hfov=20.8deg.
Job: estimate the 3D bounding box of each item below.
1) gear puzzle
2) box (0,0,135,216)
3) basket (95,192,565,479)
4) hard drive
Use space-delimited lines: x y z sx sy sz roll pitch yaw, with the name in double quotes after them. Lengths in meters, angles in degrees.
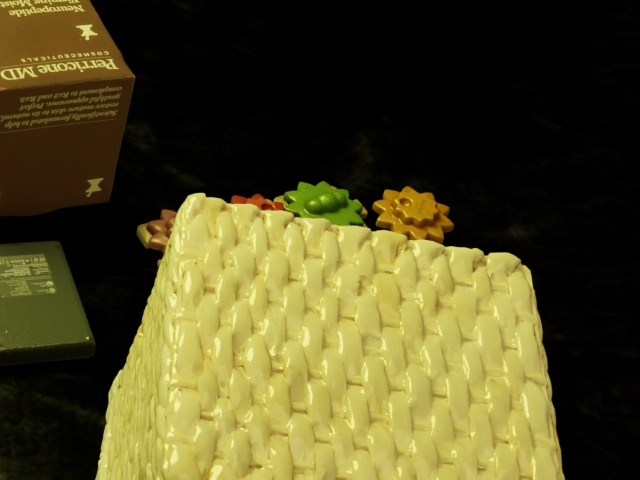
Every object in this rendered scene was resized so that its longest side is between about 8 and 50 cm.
0.000 0.000 1.750 0.339 0.044 0.175 -13 49 -31 "gear puzzle"
-0.305 -0.151 1.713 0.168 0.167 0.203 -9 48 -29 "box"
-0.002 0.182 1.379 0.328 0.266 0.331 11 42 -10 "basket"
-0.269 0.056 1.605 0.094 0.022 0.135 -4 45 -24 "hard drive"
